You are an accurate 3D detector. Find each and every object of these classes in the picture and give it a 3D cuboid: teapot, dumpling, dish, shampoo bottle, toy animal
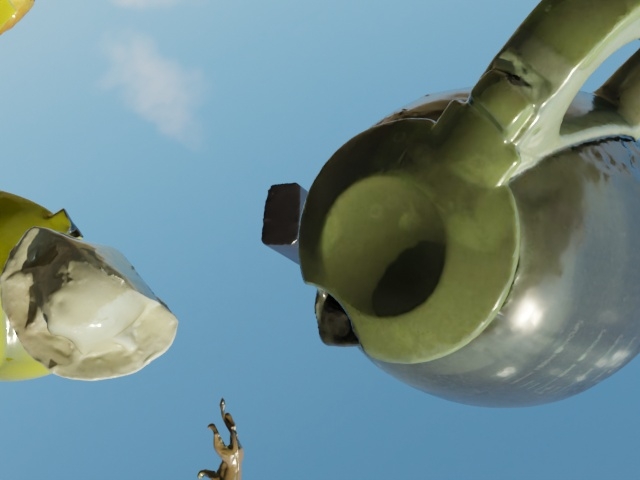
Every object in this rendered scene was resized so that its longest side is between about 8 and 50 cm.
[{"bbox_3d":[0.134,-0.013,0.544,0.322,0.239,0.239,-25,166,29],"label":"teapot"},{"bbox_3d":[-0.113,0.032,0.398,0.057,0.076,0.052,-51,-147,10],"label":"dumpling"},{"bbox_3d":[-0.409,0.068,1.012,0.221,0.262,0.108,22,-158,7],"label":"dish"},{"bbox_3d":[0.000,0.001,1.351,0.071,0.309,0.098,-5,-107,22],"label":"shampoo bottle"},{"bbox_3d":[-0.170,0.385,1.462,0.069,0.219,0.086,-6,-176,-42],"label":"toy animal"}]

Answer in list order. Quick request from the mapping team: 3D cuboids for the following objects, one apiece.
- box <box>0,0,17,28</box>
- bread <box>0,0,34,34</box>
[{"bbox_3d":[-0.401,-0.191,0.694,0.279,0.041,0.153,27,-106,24],"label":"box"},{"bbox_3d":[-0.490,-0.324,0.921,0.194,0.340,0.179,25,-111,28],"label":"bread"}]
